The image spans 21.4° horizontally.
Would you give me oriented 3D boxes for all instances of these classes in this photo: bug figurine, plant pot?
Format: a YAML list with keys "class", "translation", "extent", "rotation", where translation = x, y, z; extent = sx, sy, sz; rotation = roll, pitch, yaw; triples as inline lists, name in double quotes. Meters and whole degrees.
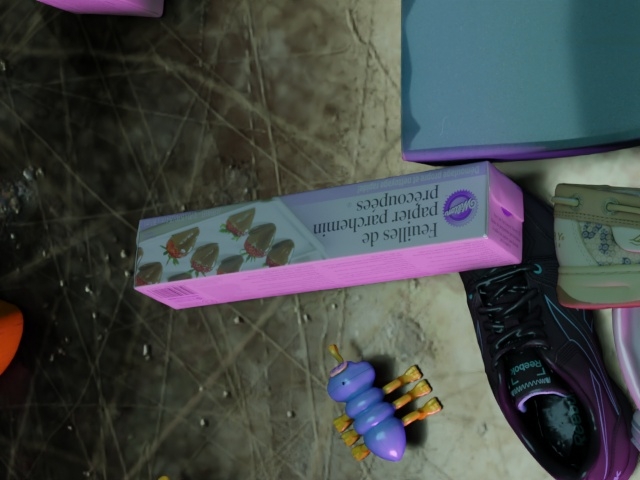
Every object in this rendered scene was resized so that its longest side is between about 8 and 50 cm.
- class: "bug figurine"
  translation: [-0.006, 0.230, 1.370]
  extent: [0.279, 0.072, 0.216]
  rotation: [-39, 79, 15]
- class: "plant pot"
  translation: [0.188, -0.139, 1.256]
  extent: [0.234, 0.165, 0.165]
  rotation: [1, 91, 12]

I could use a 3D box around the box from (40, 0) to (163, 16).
- class: "box"
  translation: [-0.184, -0.243, 1.407]
  extent: [0.087, 0.102, 0.101]
  rotation: [5, 91, 17]

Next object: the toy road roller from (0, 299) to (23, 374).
- class: "toy road roller"
  translation: [-0.403, 0.119, 1.441]
  extent: [0.241, 0.202, 0.329]
  rotation: [19, 96, 6]

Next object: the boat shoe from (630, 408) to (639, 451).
- class: "boat shoe"
  translation: [0.298, 0.225, 1.263]
  extent: [0.081, 0.079, 0.227]
  rotation: [-42, 81, 10]

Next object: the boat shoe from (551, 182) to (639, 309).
- class: "boat shoe"
  translation: [0.290, -0.010, 1.115]
  extent: [0.285, 0.104, 0.089]
  rotation: [-7, 91, 20]

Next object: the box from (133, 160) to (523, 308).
- class: "box"
  translation: [0.000, 0.000, 1.329]
  extent: [0.324, 0.067, 0.063]
  rotation: [-9, 68, 31]

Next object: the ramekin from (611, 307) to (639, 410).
- class: "ramekin"
  translation: [0.353, 0.051, 1.217]
  extent: [0.273, 0.127, 0.272]
  rotation: [0, 91, 18]

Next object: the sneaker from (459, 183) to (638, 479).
- class: "sneaker"
  translation: [0.167, 0.070, 1.292]
  extent: [0.101, 0.106, 0.267]
  rotation: [-28, 81, 20]
